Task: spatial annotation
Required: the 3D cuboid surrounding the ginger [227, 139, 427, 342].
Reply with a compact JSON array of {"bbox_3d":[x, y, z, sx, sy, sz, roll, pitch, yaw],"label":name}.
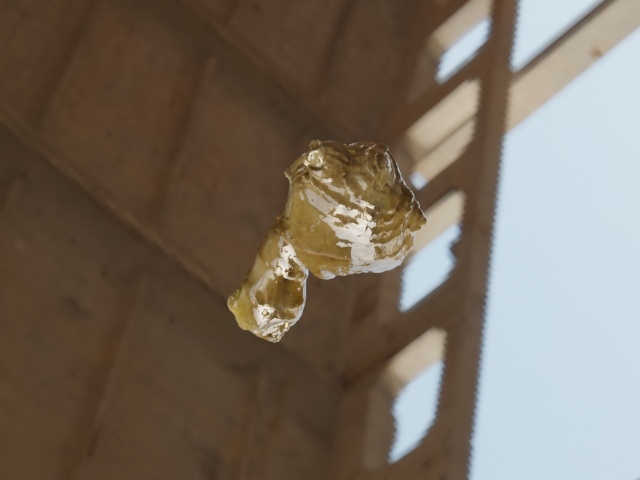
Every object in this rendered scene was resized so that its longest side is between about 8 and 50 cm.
[{"bbox_3d":[0.008,0.002,1.097,0.096,0.165,0.067,18,-145,-18],"label":"ginger"}]
